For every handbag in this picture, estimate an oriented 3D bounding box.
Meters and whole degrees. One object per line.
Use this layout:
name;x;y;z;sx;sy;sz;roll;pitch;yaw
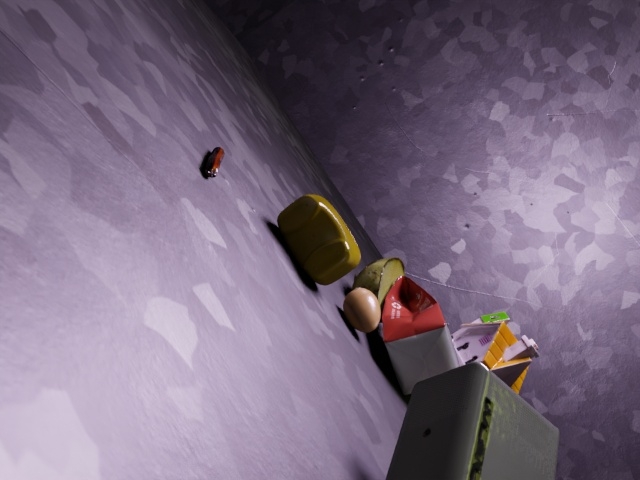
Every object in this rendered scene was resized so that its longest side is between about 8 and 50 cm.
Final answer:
handbag;0.230;0.204;1.638;0.298;0.151;0.171;-86;158;-65

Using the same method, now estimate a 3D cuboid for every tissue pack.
tissue pack;0.000;0.000;1.418;0.178;0.123;0.127;57;8;17

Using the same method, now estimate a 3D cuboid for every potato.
potato;0.139;0.121;1.768;0.272;0.111;0.160;-8;99;-68

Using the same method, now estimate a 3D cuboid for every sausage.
sausage;-0.189;-0.142;1.241;0.198;0.025;0.028;-99;-175;-71

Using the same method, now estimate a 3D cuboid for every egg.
egg;0.091;0.153;1.495;0.080;0.080;0.096;48;14;-44

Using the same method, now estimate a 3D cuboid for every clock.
clock;0.376;0.313;1.696;0.166;0.310;0.235;50;10;-26

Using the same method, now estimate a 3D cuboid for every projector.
projector;0.196;0.309;0.905;0.177;0.163;0.242;40;45;-13
